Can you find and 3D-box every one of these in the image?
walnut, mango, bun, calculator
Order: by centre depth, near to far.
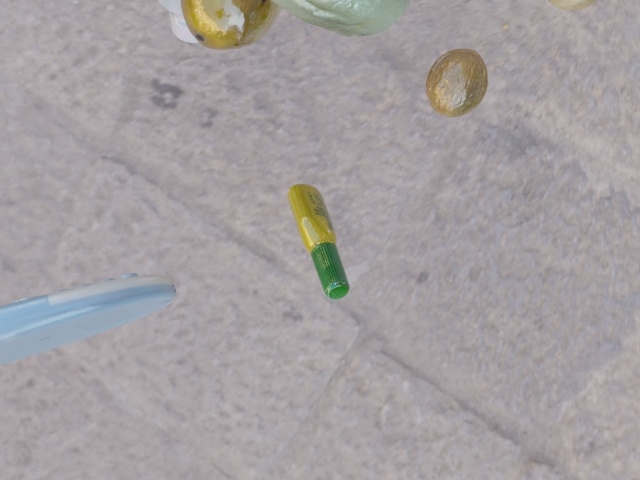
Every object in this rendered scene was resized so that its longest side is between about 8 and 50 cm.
[{"bbox_3d":[-0.299,0.090,1.016,0.303,0.188,0.042,-18,83,-4],"label":"calculator"},{"bbox_3d":[0.000,-0.303,1.105,0.221,0.221,0.108,29,106,8],"label":"bun"},{"bbox_3d":[-0.125,-0.432,1.587,0.177,0.329,0.175,-20,121,23],"label":"mango"},{"bbox_3d":[0.236,-0.273,1.688,0.105,0.105,0.124,32,109,7],"label":"walnut"}]

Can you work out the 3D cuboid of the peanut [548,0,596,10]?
[{"bbox_3d":[0.348,-0.394,1.210,0.117,0.101,0.263,0,149,-21],"label":"peanut"}]

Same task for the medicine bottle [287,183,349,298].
[{"bbox_3d":[0.000,0.000,1.838,0.064,0.260,0.095,-34,138,15],"label":"medicine bottle"}]

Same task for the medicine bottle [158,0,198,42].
[{"bbox_3d":[-0.254,-0.535,1.925,0.161,0.111,0.296,18,144,11],"label":"medicine bottle"}]
